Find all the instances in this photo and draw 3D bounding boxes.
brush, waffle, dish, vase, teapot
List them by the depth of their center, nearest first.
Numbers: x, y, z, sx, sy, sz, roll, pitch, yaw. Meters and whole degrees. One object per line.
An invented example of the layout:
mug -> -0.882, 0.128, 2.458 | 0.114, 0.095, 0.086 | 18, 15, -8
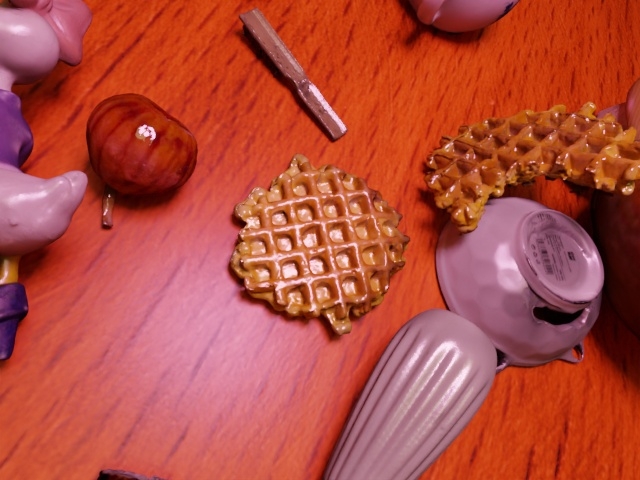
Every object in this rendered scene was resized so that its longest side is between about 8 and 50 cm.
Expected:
vase -> 0.100, 0.200, 0.516 | 0.128, 0.128, 0.248 | 43, 69, 1
waffle -> 0.000, 0.000, 0.607 | 0.243, 0.059, 0.237 | 32, 63, -2
dish -> 0.322, 0.046, 0.667 | 0.303, 0.120, 0.303 | 8, 64, -17
waffle -> 0.306, -0.121, 0.678 | 0.293, 0.069, 0.259 | -11, 38, 14
brush -> -0.044, -0.263, 0.714 | 0.043, 0.036, 0.248 | -39, 92, -26
teapot -> 0.291, -0.547, 0.822 | 0.252, 0.280, 0.424 | 36, 61, -1
brush -> 0.637, -0.208, 0.866 | 0.174, 0.166, 0.267 | 44, 56, 2

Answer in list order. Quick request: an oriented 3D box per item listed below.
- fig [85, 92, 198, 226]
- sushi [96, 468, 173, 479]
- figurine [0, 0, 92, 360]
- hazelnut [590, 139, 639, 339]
fig -> -0.212, -0.100, 0.538 | 0.128, 0.150, 0.128 | 7, 32, -4
sushi -> -0.171, 0.255, 0.397 | 0.094, 0.098, 0.084 | 17, 58, -2
figurine -> -0.327, -0.098, 0.434 | 0.193, 0.154, 0.420 | -6, 76, 2
hazelnut -> 0.579, 0.010, 0.661 | 0.366, 0.366, 0.365 | 8, 65, -18
